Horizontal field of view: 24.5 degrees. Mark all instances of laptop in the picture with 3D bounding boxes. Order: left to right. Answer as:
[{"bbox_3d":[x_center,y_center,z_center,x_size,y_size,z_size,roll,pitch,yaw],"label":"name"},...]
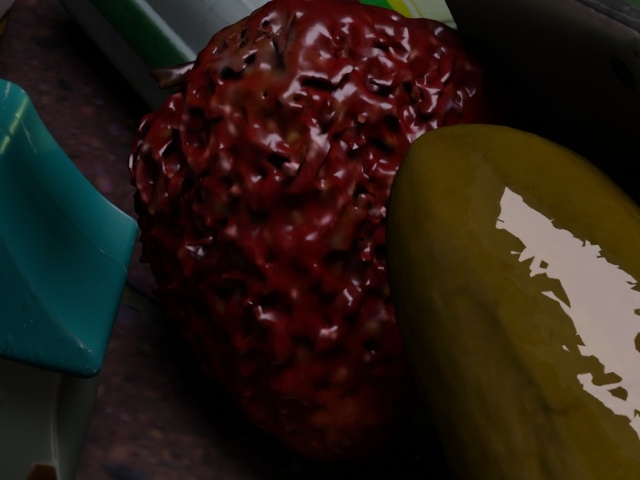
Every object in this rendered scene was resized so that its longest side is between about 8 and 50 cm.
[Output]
[{"bbox_3d":[0.130,-0.009,0.623,0.015,0.269,0.187,-35,33,-6],"label":"laptop"}]

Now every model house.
[{"bbox_3d":[-0.140,0.021,0.566,0.127,0.149,0.100,11,31,-5],"label":"model house"}]

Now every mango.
[{"bbox_3d":[0.138,0.110,0.509,0.332,0.142,0.195,61,13,26],"label":"mango"}]

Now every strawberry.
[{"bbox_3d":[0.000,0.000,0.642,0.184,0.186,0.202,27,54,-46],"label":"strawberry"}]

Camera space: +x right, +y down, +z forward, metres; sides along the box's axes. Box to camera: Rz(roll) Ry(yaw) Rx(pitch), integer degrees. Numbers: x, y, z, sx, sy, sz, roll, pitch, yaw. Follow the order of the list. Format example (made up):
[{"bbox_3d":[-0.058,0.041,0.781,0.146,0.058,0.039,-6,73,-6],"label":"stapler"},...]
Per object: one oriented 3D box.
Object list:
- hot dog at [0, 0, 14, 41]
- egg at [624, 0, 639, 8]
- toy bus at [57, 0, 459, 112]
[{"bbox_3d":[-0.245,-0.146,0.828,0.144,0.075,0.268,16,30,-9],"label":"hot dog"},{"bbox_3d":[0.245,-0.163,0.920,0.269,0.220,0.220,-4,38,-14],"label":"egg"},{"bbox_3d":[-0.047,-0.142,0.846,0.164,0.134,0.276,-11,42,-35],"label":"toy bus"}]
